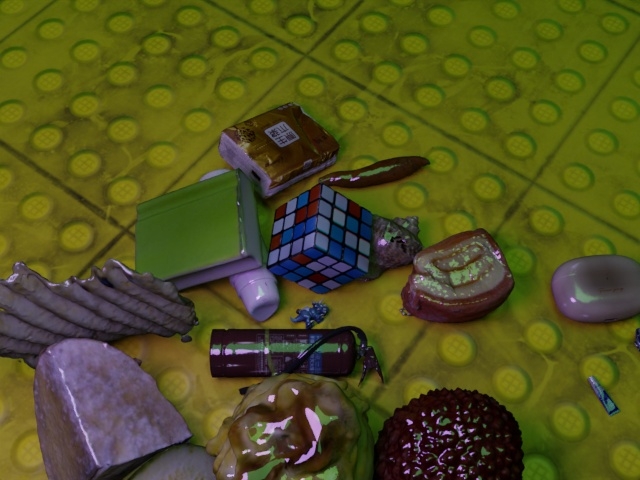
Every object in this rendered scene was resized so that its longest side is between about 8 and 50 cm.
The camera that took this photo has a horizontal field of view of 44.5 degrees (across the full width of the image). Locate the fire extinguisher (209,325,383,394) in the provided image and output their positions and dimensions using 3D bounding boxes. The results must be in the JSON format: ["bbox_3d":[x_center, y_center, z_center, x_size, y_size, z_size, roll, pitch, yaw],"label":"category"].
[{"bbox_3d":[-0.044,0.235,1.543,0.341,0.105,0.142,1,99,-1],"label":"fire extinguisher"}]

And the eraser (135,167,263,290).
[{"bbox_3d":[-0.254,-0.016,1.615,0.274,0.092,0.210,-19,63,24],"label":"eraser"}]

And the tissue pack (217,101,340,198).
[{"bbox_3d":[-0.093,-0.210,1.783,0.226,0.092,0.183,-31,67,-33],"label":"tissue pack"}]

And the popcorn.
[{"bbox_3d":[-0.048,0.364,1.357,0.311,0.312,0.312,0,59,0],"label":"popcorn"}]

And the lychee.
[{"bbox_3d":[0.220,0.394,1.368,0.264,0.300,0.264,16,22,-7],"label":"lychee"}]

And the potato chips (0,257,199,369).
[{"bbox_3d":[-0.411,0.141,1.431,0.372,0.389,0.097,-11,66,1],"label":"potato chips"}]

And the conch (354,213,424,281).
[{"bbox_3d":[0.128,0.012,1.691,0.207,0.130,0.155,-43,32,1],"label":"conch"}]

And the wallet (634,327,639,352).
[{"bbox_3d":[0.793,0.279,1.547,0.251,0.054,0.291,-12,65,-3],"label":"wallet"}]

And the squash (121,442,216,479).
[{"bbox_3d":[-0.269,0.495,1.317,0.309,0.210,0.234,-36,101,-16],"label":"squash"}]

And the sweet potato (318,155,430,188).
[{"bbox_3d":[0.126,-0.154,1.799,0.264,0.057,0.057,-13,60,-6],"label":"sweet potato"}]

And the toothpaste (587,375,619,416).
[{"bbox_3d":[0.560,0.307,1.550,0.024,0.015,0.083,-26,67,-6],"label":"toothpaste"}]

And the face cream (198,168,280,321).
[{"bbox_3d":[-0.172,0.006,1.673,0.101,0.102,0.346,-18,59,-11],"label":"face cream"}]

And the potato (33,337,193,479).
[{"bbox_3d":[-0.400,0.314,1.425,0.211,0.189,0.265,-17,75,-45],"label":"potato"}]

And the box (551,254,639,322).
[{"bbox_3d":[0.584,0.100,1.630,0.200,0.088,0.146,-4,61,-4],"label":"box"}]

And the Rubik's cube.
[{"bbox_3d":[0.000,0.000,1.615,0.151,0.154,0.155,28,54,-30],"label":"Rubik's cube"}]

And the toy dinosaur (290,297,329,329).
[{"bbox_3d":[-0.021,0.153,1.626,0.083,0.031,0.047,-31,63,-18],"label":"toy dinosaur"}]

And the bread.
[{"bbox_3d":[0.279,0.082,1.620,0.244,0.123,0.190,-23,63,-12],"label":"bread"}]
